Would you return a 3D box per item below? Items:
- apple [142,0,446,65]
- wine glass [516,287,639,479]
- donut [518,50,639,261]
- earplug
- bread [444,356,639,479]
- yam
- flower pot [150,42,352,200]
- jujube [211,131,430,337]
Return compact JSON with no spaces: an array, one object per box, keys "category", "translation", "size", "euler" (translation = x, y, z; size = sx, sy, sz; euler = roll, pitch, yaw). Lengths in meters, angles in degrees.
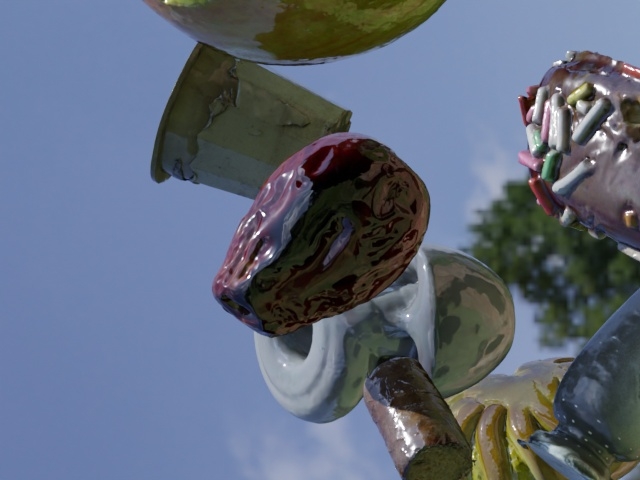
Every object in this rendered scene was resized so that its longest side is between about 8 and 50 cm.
[{"category":"apple","translation":[-0.015,-0.324,1.485],"size":[0.339,0.339,0.339],"euler":[-1,-90,-67]},{"category":"wine glass","translation":[0.292,0.144,1.556],"size":[0.204,0.111,0.111],"euler":[-52,-34,-9]},{"category":"donut","translation":[0.275,-0.035,1.151],"size":[0.259,0.345,0.136],"euler":[17,-83,-33]},{"category":"earplug","translation":[0.061,0.098,1.844],"size":[0.175,0.325,0.214],"euler":[3,-98,-63]},{"category":"bread","translation":[0.286,0.257,2.221],"size":[0.333,0.333,0.160],"euler":[-40,-64,-61]},{"category":"yam","translation":[0.093,0.182,1.593],"size":[0.141,0.079,0.079],"euler":[-117,4,-50]},{"category":"flower pot","translation":[-0.079,-0.133,1.981],"size":[0.212,0.202,0.212],"euler":[23,-90,-80]},{"category":"jujube","translation":[0.000,0.000,1.635],"size":[0.236,0.168,0.168],"euler":[-43,-41,-12]}]
